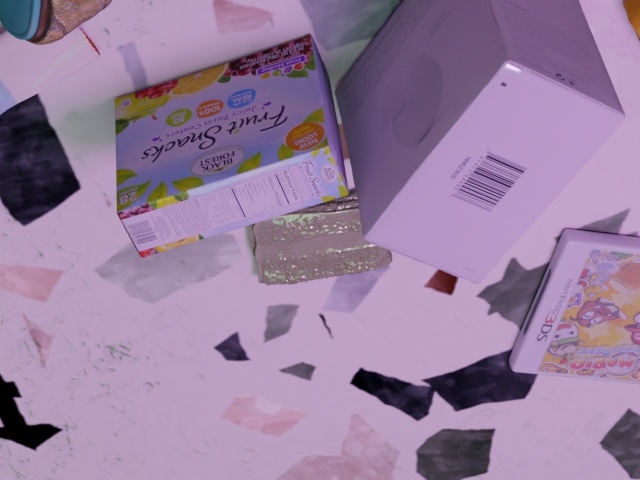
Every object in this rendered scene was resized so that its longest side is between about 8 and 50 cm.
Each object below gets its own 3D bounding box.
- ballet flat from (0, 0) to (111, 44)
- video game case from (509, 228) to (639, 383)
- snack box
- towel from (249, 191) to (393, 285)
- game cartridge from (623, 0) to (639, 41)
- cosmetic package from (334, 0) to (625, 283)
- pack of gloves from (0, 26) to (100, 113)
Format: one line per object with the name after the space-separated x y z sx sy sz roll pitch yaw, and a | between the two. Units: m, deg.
-0.212 -0.322 1.376 0.123 0.123 0.348 2 133 -9 | ballet flat
0.350 0.082 1.853 0.227 0.026 0.206 6 131 -13 | video game case
-0.087 -0.090 1.547 0.207 0.174 0.070 -17 132 9 | snack box
0.000 0.000 1.737 0.148 0.027 0.110 -9 133 1 | towel
0.498 -0.204 1.600 0.323 0.053 0.285 -27 129 18 | game cartridge
0.138 -0.126 1.508 0.138 0.225 0.224 21 126 -26 | cosmetic package
-0.355 -0.189 1.527 0.232 0.046 0.195 -31 130 6 | pack of gloves
